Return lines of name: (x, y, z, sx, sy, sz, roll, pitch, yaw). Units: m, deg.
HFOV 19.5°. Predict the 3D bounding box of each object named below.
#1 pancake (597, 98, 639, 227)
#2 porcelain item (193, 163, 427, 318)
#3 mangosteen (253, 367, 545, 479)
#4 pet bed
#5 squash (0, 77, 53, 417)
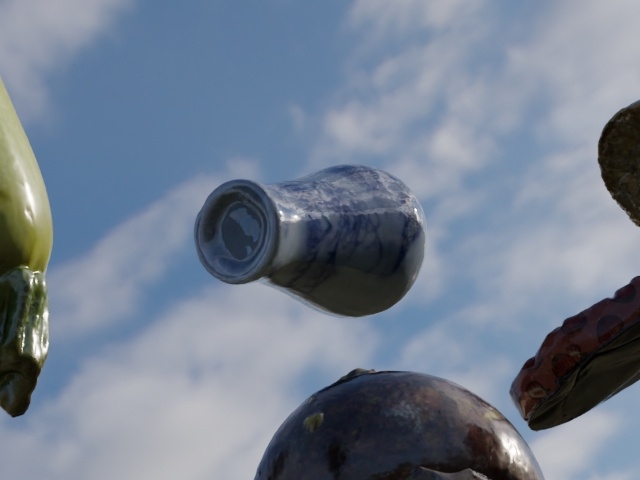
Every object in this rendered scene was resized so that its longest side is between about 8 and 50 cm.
pancake: (0.308, -0.057, 1.612, 0.025, 0.151, 0.151, -40, -9, -49)
porcelain item: (0.000, 0.000, 1.630, 0.141, 0.141, 0.259, -41, -22, 26)
mangosteen: (0.047, 0.186, 1.127, 0.192, 0.192, 0.217, -37, 15, 20)
pet bed: (0.245, 0.093, 1.584, 0.201, 0.053, 0.201, -32, -19, -12)
squash: (-0.201, -0.045, 0.974, 0.137, 0.287, 0.137, -35, -8, -6)
